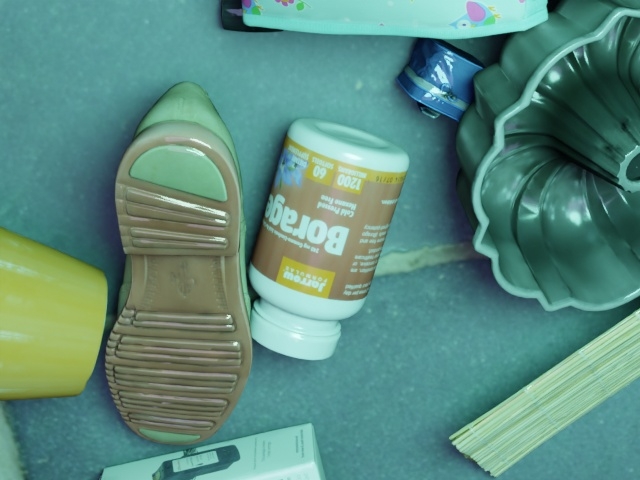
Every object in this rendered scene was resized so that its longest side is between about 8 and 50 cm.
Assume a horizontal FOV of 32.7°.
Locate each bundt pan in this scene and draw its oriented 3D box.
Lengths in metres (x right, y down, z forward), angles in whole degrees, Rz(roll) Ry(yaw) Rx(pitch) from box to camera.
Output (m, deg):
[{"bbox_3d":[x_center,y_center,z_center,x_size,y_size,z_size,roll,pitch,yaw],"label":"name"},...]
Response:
[{"bbox_3d":[0.264,-0.098,0.998,0.331,0.124,0.330,-12,129,-15],"label":"bundt pan"}]

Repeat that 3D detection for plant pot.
[{"bbox_3d":[-0.312,0.073,1.040,0.188,0.205,0.205,14,106,-22],"label":"plant pot"}]

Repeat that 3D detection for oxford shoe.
[{"bbox_3d":[-0.127,0.035,1.063,0.141,0.146,0.396,8,126,-5],"label":"oxford shoe"}]

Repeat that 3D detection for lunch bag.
[{"bbox_3d":[0.115,-0.149,1.028,0.067,0.098,0.065,25,107,-14],"label":"lunch bag"},{"bbox_3d":[0.062,-0.286,0.888,0.262,0.160,0.223,11,128,27],"label":"lunch bag"}]

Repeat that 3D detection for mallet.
[{"bbox_3d":[-0.051,-0.287,1.015,0.062,0.039,0.189,9,102,-4],"label":"mallet"}]

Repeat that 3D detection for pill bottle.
[{"bbox_3d":[0.000,0.000,1.057,0.121,0.121,0.216,15,105,-7],"label":"pill bottle"}]

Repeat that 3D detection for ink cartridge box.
[{"bbox_3d":[-0.104,0.312,1.158,0.237,0.100,0.171,-13,106,2],"label":"ink cartridge box"}]

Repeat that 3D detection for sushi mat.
[{"bbox_3d":[0.282,0.140,1.119,0.317,0.019,0.151,-36,148,8],"label":"sushi mat"}]
